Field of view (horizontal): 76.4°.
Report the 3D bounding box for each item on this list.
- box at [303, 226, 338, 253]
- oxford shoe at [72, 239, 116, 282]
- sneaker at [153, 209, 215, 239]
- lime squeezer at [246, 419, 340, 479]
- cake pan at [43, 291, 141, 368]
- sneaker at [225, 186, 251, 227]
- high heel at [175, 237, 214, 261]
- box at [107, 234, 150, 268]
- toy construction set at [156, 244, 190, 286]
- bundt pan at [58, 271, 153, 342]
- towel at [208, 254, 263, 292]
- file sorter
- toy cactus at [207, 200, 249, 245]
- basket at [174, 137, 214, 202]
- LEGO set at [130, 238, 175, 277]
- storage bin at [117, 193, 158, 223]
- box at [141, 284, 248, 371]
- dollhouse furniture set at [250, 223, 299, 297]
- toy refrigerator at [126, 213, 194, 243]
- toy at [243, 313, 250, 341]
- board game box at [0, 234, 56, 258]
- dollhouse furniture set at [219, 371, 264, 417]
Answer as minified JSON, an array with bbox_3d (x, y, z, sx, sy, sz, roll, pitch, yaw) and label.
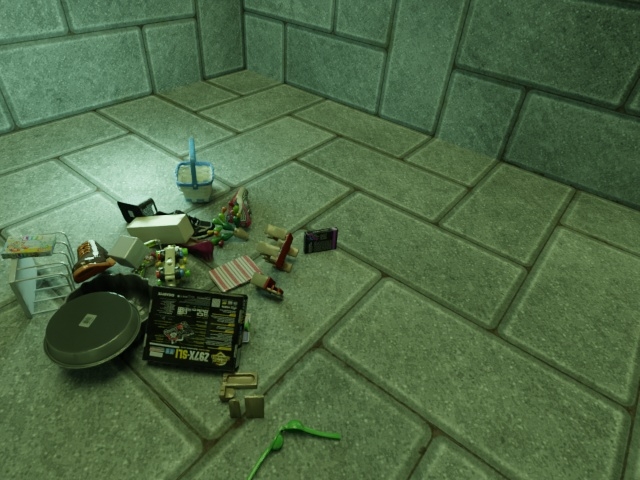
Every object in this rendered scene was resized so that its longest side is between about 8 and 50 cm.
[{"bbox_3d":[0.000,0.000,1.896,0.162,0.116,0.029,-10,40,-18],"label":"box"},{"bbox_3d":[-0.891,0.074,1.554,0.130,0.132,0.364,-32,11,-17],"label":"oxford shoe"},{"bbox_3d":[-0.645,-0.081,1.916,0.283,0.124,0.107,-1,40,-7],"label":"sneaker"},{"bbox_3d":[-0.100,0.608,1.213,0.310,0.059,0.110,-16,74,-26],"label":"lime squeezer"},{"bbox_3d":[-0.749,0.278,1.333,0.293,0.054,0.293,3,40,-2],"label":"cake pan"},{"bbox_3d":[-0.404,-0.164,2.070,0.112,0.121,0.299,26,34,-21],"label":"sneaker"},{"bbox_3d":[-0.577,0.003,1.827,0.244,0.117,0.082,29,45,26],"label":"high heel"},{"bbox_3d":[-0.773,0.047,1.643,0.102,0.087,0.101,8,59,23],"label":"box"},{"bbox_3d":[-0.560,0.147,1.579,0.151,0.215,0.327,-15,44,-26],"label":"toy construction set"},{"bbox_3d":[-0.755,0.272,1.478,0.331,0.124,0.331,4,39,-3],"label":"bundt pan"},{"bbox_3d":[-0.365,0.145,1.753,0.197,0.029,0.144,-25,48,-28],"label":"towel"},{"bbox_3d":[-1.062,0.120,1.578,0.173,0.193,0.277,-12,42,-23],"label":"file sorter"},{"bbox_3d":[-0.415,-0.057,1.896,0.180,0.219,0.112,30,-2,-28],"label":"toy cactus"},{"bbox_3d":[-0.655,-0.353,2.113,0.201,0.289,0.255,-1,37,-15],"label":"basket"},{"bbox_3d":[-0.730,0.090,1.713,0.132,0.107,0.287,20,42,17],"label":"LEGO set"},{"bbox_3d":[-0.870,-0.144,1.945,0.180,0.122,0.084,11,37,30],"label":"storage bin"},{"bbox_3d":[-0.429,0.297,1.401,0.322,0.257,0.079,6,-3,2],"label":"box"},{"bbox_3d":[-0.171,0.091,1.685,0.135,0.262,0.259,19,75,13],"label":"dollhouse furniture set"},{"bbox_3d":[-0.719,-0.050,1.833,0.269,0.102,0.094,-3,37,18],"label":"toy refrigerator"},{"bbox_3d":[-0.384,0.318,1.516,0.237,0.056,0.137,0,38,-6],"label":"toy"},{"bbox_3d":[-1.086,0.022,1.520,0.154,0.026,0.103,-4,39,-19],"label":"board game box"},{"bbox_3d":[-0.249,0.465,1.298,0.144,0.123,0.151,1,40,-6],"label":"dollhouse furniture set"}]
